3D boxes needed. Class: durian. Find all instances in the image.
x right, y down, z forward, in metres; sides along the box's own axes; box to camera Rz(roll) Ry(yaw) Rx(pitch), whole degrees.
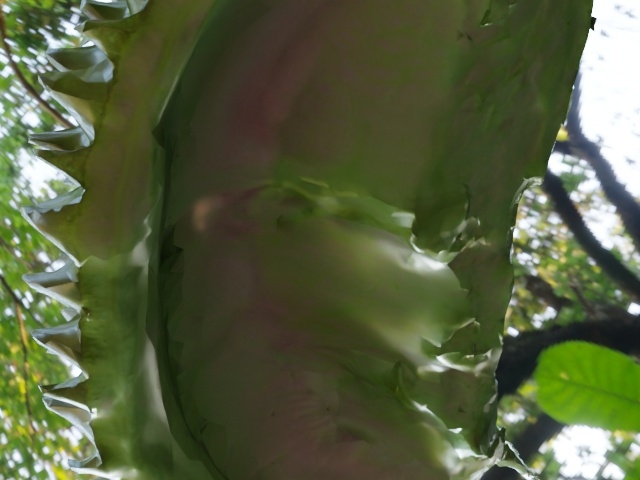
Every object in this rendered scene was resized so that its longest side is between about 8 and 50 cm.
[{"bbox_3d":[0.000,0.000,0.421,0.169,0.158,0.351,9,-49,11],"label":"durian"}]
